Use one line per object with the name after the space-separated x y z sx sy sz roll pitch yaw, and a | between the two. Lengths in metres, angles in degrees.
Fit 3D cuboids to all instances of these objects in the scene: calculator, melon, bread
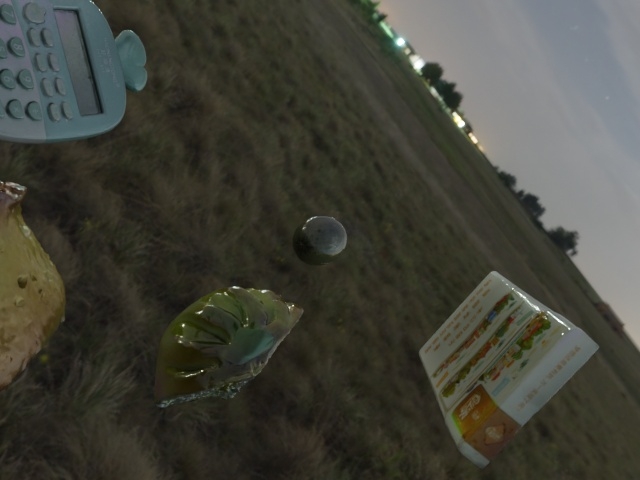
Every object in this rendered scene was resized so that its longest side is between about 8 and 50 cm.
-0.325 -0.209 0.756 0.295 0.042 0.183 -24 107 -54 | calculator
0.000 0.000 1.249 0.131 0.098 0.098 -11 63 -52 | melon
-0.481 0.085 0.717 0.398 0.398 0.215 -92 157 -64 | bread
-0.157 0.157 0.992 0.156 0.158 0.260 39 59 1 | bread

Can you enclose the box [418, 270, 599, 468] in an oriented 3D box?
0.144 0.096 0.542 0.032 0.122 0.220 41 6 -4 | box
